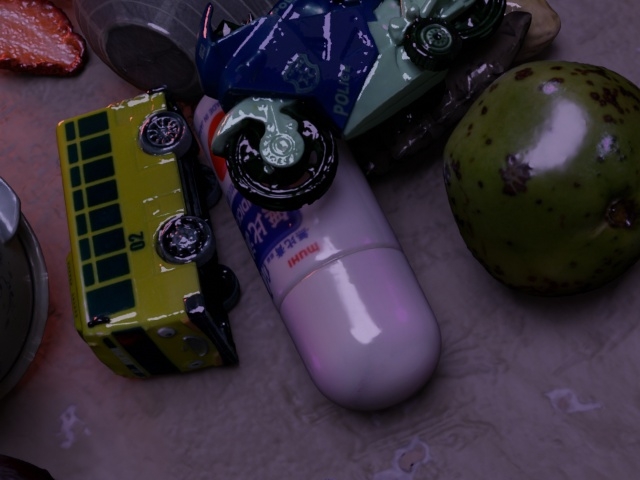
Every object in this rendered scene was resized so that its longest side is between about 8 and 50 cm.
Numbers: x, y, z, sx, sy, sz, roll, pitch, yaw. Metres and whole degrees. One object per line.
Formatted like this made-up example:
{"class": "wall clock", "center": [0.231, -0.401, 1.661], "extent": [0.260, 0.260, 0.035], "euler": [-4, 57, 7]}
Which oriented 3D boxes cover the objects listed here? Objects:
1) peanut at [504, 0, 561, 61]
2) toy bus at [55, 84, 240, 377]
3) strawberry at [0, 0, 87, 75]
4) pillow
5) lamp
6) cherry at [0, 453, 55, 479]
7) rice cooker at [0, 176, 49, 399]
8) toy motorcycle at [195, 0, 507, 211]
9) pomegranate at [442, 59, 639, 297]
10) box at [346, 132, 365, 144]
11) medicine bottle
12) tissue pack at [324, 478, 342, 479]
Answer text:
{"class": "peanut", "center": [0.140, -0.237, 1.286], "extent": [0.214, 0.090, 0.098], "euler": [14, 23, 18]}
{"class": "toy bus", "center": [-0.168, 0.000, 1.211], "extent": [0.150, 0.128, 0.262], "euler": [-16, 60, 4]}
{"class": "strawberry", "center": [-0.330, -0.225, 1.407], "extent": [0.152, 0.048, 0.104], "euler": [32, 66, 7]}
{"class": "pillow", "center": [0.114, -0.131, 1.209], "extent": [0.241, 0.051, 0.093], "euler": [-40, 22, 14]}
{"class": "lamp", "center": [-0.117, -0.251, 1.272], "extent": [0.265, 0.233, 0.233], "euler": [5, 63, 34]}
{"class": "cherry", "center": [-0.290, 0.273, 1.063], "extent": [0.195, 0.195, 0.195], "euler": [-5, 63, 9]}
{"class": "rice cooker", "center": [-0.398, 0.053, 1.143], "extent": [0.264, 0.316, 0.316], "euler": [44, 78, 3]}
{"class": "toy motorcycle", "center": [0.016, -0.180, 1.126], "extent": [0.196, 0.125, 0.331], "euler": [44, 75, 11]}
{"class": "pomegranate", "center": [0.199, -0.064, 1.146], "extent": [0.214, 0.214, 0.248], "euler": [-36, 26, -7]}
{"class": "box", "center": [0.048, -0.139, 1.297], "extent": [0.149, 0.020, 0.073], "euler": [-15, 61, 4]}
{"class": "medicine bottle", "center": [0.000, 0.000, 1.169], "extent": [0.130, 0.130, 0.340], "euler": [-25, 66, -2]}
{"class": "tissue pack", "center": [0.061, 0.299, 0.928], "extent": [0.209, 0.269, 0.137], "euler": [39, 77, 26]}
